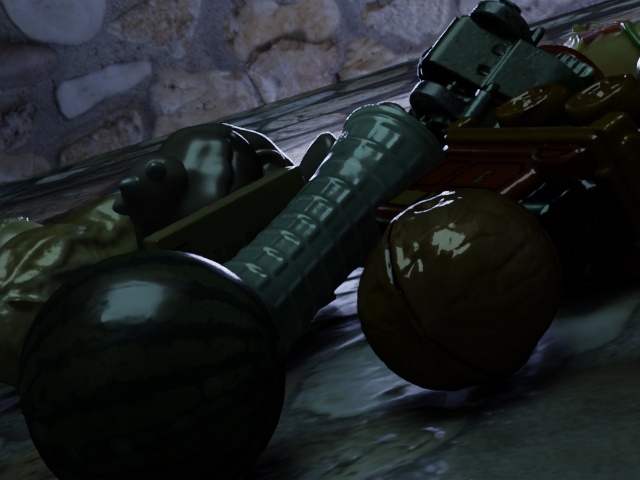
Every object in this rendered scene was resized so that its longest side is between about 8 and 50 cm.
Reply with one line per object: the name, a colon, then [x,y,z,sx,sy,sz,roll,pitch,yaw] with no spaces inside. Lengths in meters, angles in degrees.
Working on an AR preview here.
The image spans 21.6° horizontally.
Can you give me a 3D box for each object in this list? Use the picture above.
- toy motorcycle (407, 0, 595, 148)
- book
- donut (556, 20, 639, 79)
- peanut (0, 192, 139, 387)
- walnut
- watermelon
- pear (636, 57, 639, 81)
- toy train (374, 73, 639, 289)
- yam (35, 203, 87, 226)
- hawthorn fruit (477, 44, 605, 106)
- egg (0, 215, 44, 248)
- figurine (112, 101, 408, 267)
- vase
toy motorcycle: [0.219,-0.147,1.869,0.205,0.275,0.127,-52,-18,-21]
book: [-0.080,0.031,1.739,0.026,0.161,0.231,-3,19,42]
donut: [0.490,-0.251,2.209,0.371,0.150,0.307,-20,11,-9]
peanut: [-0.293,0.056,1.952,0.158,0.174,0.340,-8,12,30]
walnut: [0.114,0.041,1.373,0.167,0.167,0.207,-14,10,23]
watermelon: [-0.129,0.110,1.317,0.212,0.212,0.212,-18,11,4]
pear: [0.480,-0.211,1.736,0.294,0.294,0.294,-18,11,4]
toy train: [0.203,-0.034,1.606,0.231,0.163,0.369,-36,15,-17]
yam: [-0.415,0.049,2.343,0.280,0.131,0.131,-26,13,-38]
hawthorn fruit: [0.269,-0.161,2.006,0.179,0.200,0.179,-18,2,1]
egg: [-0.383,0.057,2.111,0.164,0.164,0.201,-26,-18,-32]
figurine: [-0.058,-0.047,1.924,0.380,0.248,0.203,-20,48,-19]
vase: [0.000,0.000,1.715,0.143,0.143,0.299,-7,31,48]
